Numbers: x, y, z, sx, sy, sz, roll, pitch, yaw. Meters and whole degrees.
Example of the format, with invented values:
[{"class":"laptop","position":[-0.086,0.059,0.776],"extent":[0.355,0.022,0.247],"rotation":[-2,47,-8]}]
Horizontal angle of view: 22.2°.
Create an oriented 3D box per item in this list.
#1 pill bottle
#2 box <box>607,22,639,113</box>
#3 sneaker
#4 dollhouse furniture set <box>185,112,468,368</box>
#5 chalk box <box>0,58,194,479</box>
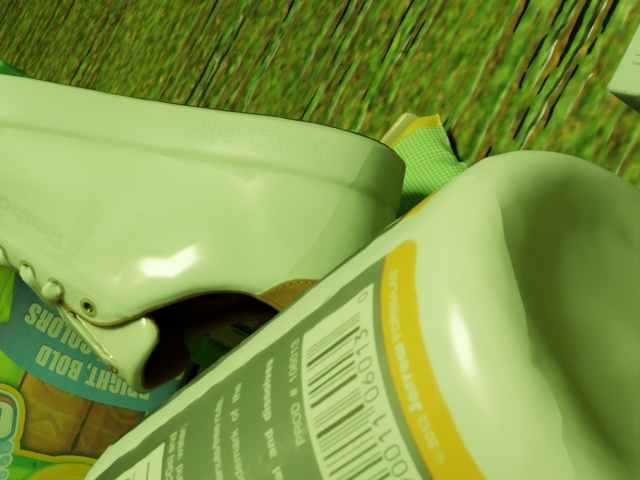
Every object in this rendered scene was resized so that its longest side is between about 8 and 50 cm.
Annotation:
[{"class":"pill bottle","position":[0.012,0.105,0.546],"extent":[0.278,0.162,0.162],"rotation":[-39,35,36]},{"class":"box","position":[0.196,-0.120,0.577],"extent":[0.186,0.038,0.145],"rotation":[-61,28,-3]},{"class":"sneaker","position":[-0.115,-0.002,0.718],"extent":[0.290,0.106,0.123],"rotation":[8,81,16]},{"class":"dollhouse furniture set","position":[0.000,0.000,0.763],"extent":[0.151,0.058,0.076],"rotation":[-51,31,19]},{"class":"chalk box","position":[-0.194,0.071,0.890],"extent":[0.179,0.180,0.289],"rotation":[1,66,59]}]
